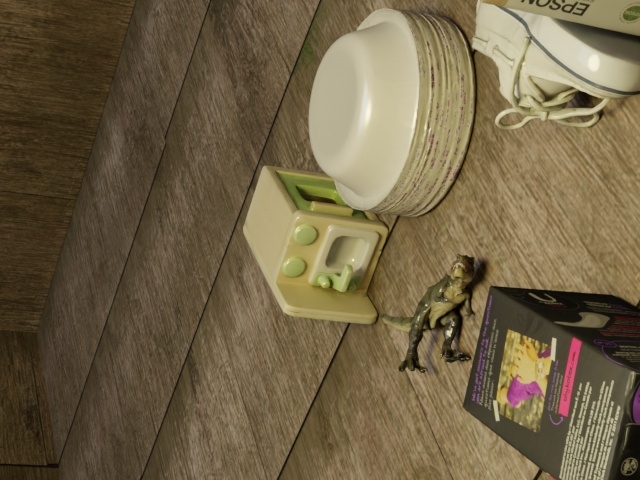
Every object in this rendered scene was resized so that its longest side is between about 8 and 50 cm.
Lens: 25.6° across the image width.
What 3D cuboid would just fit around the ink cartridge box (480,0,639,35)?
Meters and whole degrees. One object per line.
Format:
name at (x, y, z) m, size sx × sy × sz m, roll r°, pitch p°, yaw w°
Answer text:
ink cartridge box at (0.292, -0.308, 1.400) m, size 0.193 × 0.234 × 0.088 m, roll 122°, pitch 146°, yaw -45°

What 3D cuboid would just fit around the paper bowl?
paper bowl at (0.083, -0.179, 1.946) m, size 0.284 × 0.148 × 0.284 m, roll -175°, pitch 90°, yaw -65°

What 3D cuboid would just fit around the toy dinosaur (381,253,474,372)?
toy dinosaur at (0.146, 0.109, 1.845) m, size 0.268 × 0.064 × 0.118 m, roll 135°, pitch 142°, yaw -58°

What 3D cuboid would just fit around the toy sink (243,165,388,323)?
toy sink at (0.000, 0.000, 2.079) m, size 0.234 × 0.152 × 0.131 m, roll -119°, pitch 42°, yaw -53°

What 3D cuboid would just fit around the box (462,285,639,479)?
box at (0.282, 0.153, 1.392) m, size 0.270 × 0.165 × 0.143 m, roll -144°, pitch 62°, yaw -63°

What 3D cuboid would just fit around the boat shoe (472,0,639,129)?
boat shoe at (0.251, -0.191, 1.587) m, size 0.367 × 0.135 × 0.156 m, roll -126°, pitch 47°, yaw -60°
